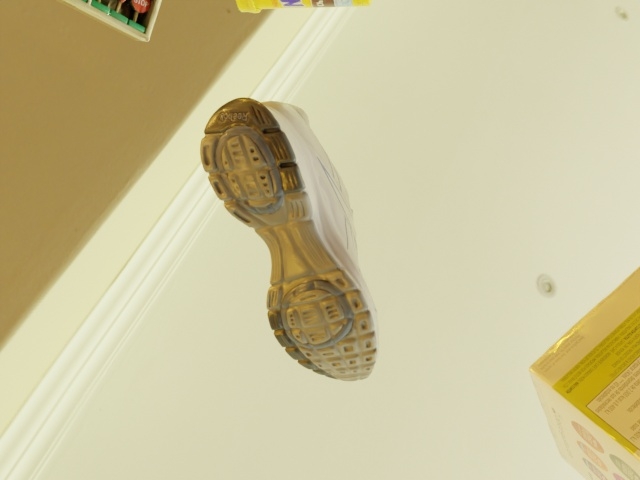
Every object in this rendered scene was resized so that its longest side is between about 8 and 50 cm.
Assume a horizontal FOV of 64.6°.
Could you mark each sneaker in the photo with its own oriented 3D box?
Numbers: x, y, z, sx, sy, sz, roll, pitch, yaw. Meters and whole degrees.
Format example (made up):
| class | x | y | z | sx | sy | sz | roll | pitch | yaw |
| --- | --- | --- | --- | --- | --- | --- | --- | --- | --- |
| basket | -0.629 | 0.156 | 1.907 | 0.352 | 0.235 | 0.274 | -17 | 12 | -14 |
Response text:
| class | x | y | z | sx | sy | sz | roll | pitch | yaw |
| --- | --- | --- | --- | --- | --- | --- | --- | --- | --- |
| sneaker | 0.000 | 0.000 | 0.491 | 0.129 | 0.111 | 0.297 | -45 | -59 | -56 |

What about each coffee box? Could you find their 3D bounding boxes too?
| class | x | y | z | sx | sy | sz | roll | pitch | yaw |
| --- | --- | --- | --- | --- | --- | --- | --- | --- | --- |
| coffee box | 0.553 | 0.244 | 0.681 | 0.338 | 0.334 | 0.337 | -40 | -50 | -5 |

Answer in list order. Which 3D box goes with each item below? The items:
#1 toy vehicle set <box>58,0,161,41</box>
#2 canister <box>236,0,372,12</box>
| class | x | y | z | sx | sy | sz | roll | pitch | yaw |
| --- | --- | --- | --- | --- | --- | --- | --- | --- | --- |
| toy vehicle set | -0.311 | -0.383 | 0.622 | 0.267 | 0.035 | 0.166 | 13 | -84 | -51 |
| canister | -0.023 | -0.340 | 0.609 | 0.170 | 0.126 | 0.073 | 3 | -114 | 9 |
